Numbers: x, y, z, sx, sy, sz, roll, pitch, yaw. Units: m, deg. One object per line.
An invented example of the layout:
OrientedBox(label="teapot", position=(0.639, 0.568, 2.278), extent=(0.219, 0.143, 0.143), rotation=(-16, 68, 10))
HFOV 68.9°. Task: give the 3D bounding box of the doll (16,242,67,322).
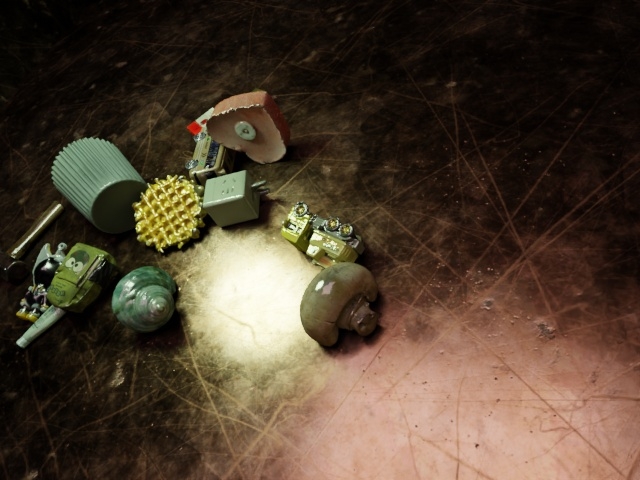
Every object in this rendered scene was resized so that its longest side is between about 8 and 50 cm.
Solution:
OrientedBox(label="doll", position=(-1.050, 0.157, 1.793), extent=(0.146, 0.103, 0.316), rotation=(0, 63, 40))

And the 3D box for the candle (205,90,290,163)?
OrientedBox(label="candle", position=(-0.258, -0.450, 1.769), extent=(0.317, 0.287, 0.131), rotation=(19, 58, -12))

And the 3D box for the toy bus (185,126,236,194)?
OrientedBox(label="toy bus", position=(-0.427, -0.328, 1.882), extent=(0.158, 0.139, 0.289), rotation=(-6, 50, 11))

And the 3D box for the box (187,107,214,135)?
OrientedBox(label="box", position=(-0.515, -0.527, 2.115), extent=(0.152, 0.048, 0.100), rotation=(-40, 50, -12))

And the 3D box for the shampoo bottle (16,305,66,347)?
OrientedBox(label="shampoo bottle", position=(-1.022, 0.312, 1.709), extent=(0.069, 0.041, 0.190), rotation=(35, 73, 29))

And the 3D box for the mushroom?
OrientedBox(label="mushroom", position=(0.054, 0.170, 1.302), extent=(0.253, 0.189, 0.195), rotation=(-47, 51, -11))

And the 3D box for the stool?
OrientedBox(label="stool", position=(-0.865, -0.214, 1.881), extent=(0.297, 0.297, 0.330), rotation=(-44, 58, -13))

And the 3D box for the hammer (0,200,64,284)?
OrientedBox(label="hammer", position=(-1.251, -0.009, 2.015), extent=(0.243, 0.095, 0.408), rotation=(13, 56, 28))

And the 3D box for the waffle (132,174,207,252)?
OrientedBox(label="waffle", position=(-0.564, -0.102, 1.771), extent=(0.330, 0.062, 0.328), rotation=(-3, 79, 13))

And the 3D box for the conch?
OrientedBox(label="conch", position=(-0.574, 0.197, 1.549), extent=(0.221, 0.195, 0.277), rotation=(-19, 18, -29))

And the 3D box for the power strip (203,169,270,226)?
OrientedBox(label="power strip", position=(-0.294, -0.157, 1.703), extent=(0.225, 0.139, 0.140), rotation=(-12, 52, 13))

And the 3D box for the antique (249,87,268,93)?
OrientedBox(label="antique", position=(-0.315, -0.559, 2.038), extent=(0.081, 0.080, 0.220), rotation=(28, 69, 33))

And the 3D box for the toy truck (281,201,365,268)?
OrientedBox(label="toy truck", position=(0.000, 0.000, 1.491), extent=(0.272, 0.124, 0.157), rotation=(26, 78, 30))

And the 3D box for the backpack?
OrientedBox(label="backpack", position=(-0.879, 0.143, 1.718), extent=(0.207, 0.140, 0.253), rotation=(17, 70, 30))
